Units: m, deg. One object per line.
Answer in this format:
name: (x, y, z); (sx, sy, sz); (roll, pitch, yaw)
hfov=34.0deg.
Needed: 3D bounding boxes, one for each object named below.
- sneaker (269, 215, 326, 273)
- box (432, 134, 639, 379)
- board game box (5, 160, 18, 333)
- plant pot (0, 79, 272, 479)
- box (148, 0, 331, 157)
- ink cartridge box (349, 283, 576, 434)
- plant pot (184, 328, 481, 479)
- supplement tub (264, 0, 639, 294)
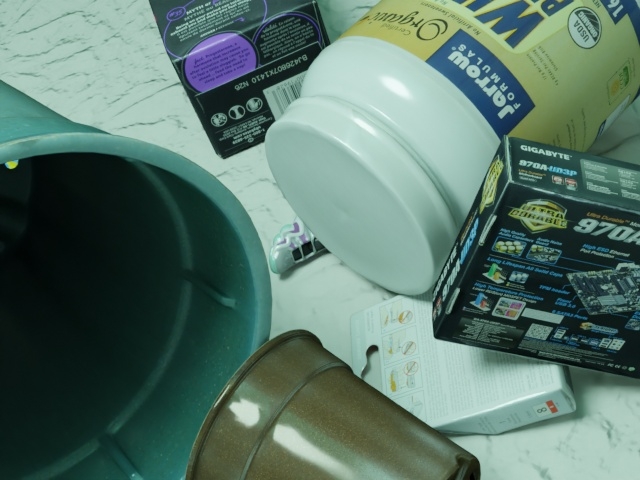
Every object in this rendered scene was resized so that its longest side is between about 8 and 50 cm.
sneaker: (0.000, 0.000, 0.998); (0.069, 0.038, 0.098); (19, 59, 33)
box: (0.209, 0.024, 0.758); (0.220, 0.175, 0.051); (11, 47, -5)
board game box: (-0.337, 0.021, 1.065); (0.302, 0.086, 0.308); (24, 61, 34)
plant pot: (-0.267, 0.022, 0.780); (0.341, 0.341, 0.334); (-38, 44, -15)
box: (-0.096, -0.250, 1.180); (0.165, 0.143, 0.270); (-23, 46, 0)
ink cartridge box: (0.114, 0.100, 0.881); (0.179, 0.045, 0.145); (-23, 44, 22)
plant pot: (0.016, 0.175, 0.763); (0.165, 0.167, 0.167); (27, 62, 27)
supplement tub: (0.126, -0.126, 0.933); (0.228, 0.228, 0.316); (29, 63, 36)
